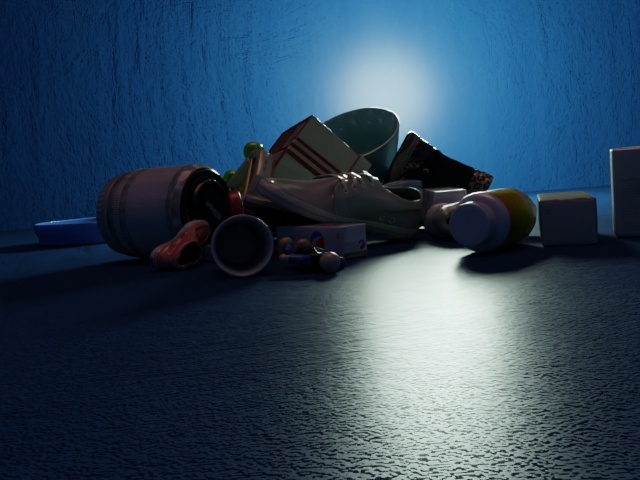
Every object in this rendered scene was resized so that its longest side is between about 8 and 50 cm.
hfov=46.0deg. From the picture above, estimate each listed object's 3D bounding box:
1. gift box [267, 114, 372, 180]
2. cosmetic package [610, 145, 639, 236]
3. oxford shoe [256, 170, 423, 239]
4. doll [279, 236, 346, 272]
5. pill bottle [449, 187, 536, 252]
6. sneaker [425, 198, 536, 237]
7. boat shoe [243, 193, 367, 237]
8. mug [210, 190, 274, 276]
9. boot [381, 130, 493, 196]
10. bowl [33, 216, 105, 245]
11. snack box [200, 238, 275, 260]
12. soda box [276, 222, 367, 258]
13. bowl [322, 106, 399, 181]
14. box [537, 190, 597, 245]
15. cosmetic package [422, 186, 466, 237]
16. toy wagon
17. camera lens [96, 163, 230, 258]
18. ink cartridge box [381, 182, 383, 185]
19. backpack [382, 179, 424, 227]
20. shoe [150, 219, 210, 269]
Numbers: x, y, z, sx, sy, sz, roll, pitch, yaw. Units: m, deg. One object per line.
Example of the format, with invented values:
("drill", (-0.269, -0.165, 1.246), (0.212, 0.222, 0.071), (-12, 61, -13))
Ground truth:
("gift box", (-0.026, -0.161, 2.093), (0.258, 0.255, 0.276), (40, -16, -18))
("cosmetic package", (0.689, -0.108, 1.574), (0.151, 0.183, 0.151), (-3, 6, 20))
("oxford shoe", (0.057, -0.103, 1.736), (0.449, 0.130, 0.169), (9, 20, -33))
("doll", (-0.017, 0.031, 1.392), (0.129, 0.046, 0.189), (4, 8, -26))
("pill bottle", (0.338, -0.041, 1.493), (0.117, 0.117, 0.215), (-1, 6, 35))
("sneaker", (0.373, -0.048, 1.727), (0.252, 0.103, 0.111), (-10, 9, 4))
("boat shoe", (-0.042, -0.032, 1.799), (0.335, 0.095, 0.112), (12, 10, -27))
("mug", (-0.148, -0.008, 1.437), (0.113, 0.150, 0.169), (20, -3, -9))
("boot", (0.324, -0.133, 2.240), (0.284, 0.377, 0.138), (24, 51, 5))
("bowl", (-0.782, -0.037, 2.612), (0.391, 0.077, 0.391), (-5, 6, 0))
("snack box", (-0.188, 0.021, 1.692), (0.141, 0.037, 0.100), (-8, 5, -43))
("soda box", (0.000, 0.000, 1.599), (0.074, 0.069, 0.216), (-9, 6, -40))
("bowl", (0.117, -0.269, 2.373), (0.312, 0.163, 0.311), (-15, 34, 11))
("box", (0.516, -0.051, 1.589), (0.113, 0.094, 0.275), (-3, 6, 17))
("cosmetic package", (0.312, -0.074, 1.903), (0.085, 0.117, 0.231), (-3, 4, -1))
("toy wagon", (-0.235, -0.095, 2.001), (0.068, 0.267, 0.344), (27, -50, -20))
("camera lens", (-0.363, -0.066, 1.791), (0.274, 0.219, 0.219), (-2, 6, 29))
("ink cartridge box", (0.194, -0.167, 2.555), (0.086, 0.203, 0.148), (-4, 4, 21))
("backpack", (0.239, -0.097, 2.092), (0.188, 0.144, 0.166), (1, 0, 2))
("shoe", (-0.274, 0.011, 1.603), (0.081, 0.063, 0.178), (4, 29, 34))
